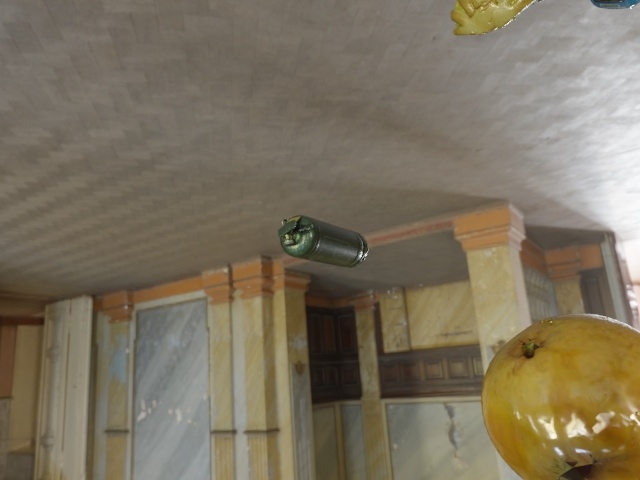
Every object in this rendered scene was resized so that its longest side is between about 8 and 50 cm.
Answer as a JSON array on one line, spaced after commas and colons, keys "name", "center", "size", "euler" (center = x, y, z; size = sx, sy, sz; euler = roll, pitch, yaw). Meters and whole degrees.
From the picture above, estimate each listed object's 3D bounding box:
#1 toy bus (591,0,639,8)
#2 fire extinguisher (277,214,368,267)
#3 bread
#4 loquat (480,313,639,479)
[{"name": "toy bus", "center": [0.504, -0.468, 0.750], "size": [0.246, 0.113, 0.134], "euler": [-40, 114, 9]}, {"name": "fire extinguisher", "center": [0.000, 0.000, 1.158], "size": [0.115, 0.095, 0.311], "euler": [-15, 164, 33]}, {"name": "bread", "center": [0.242, -0.339, 0.694], "size": [0.157, 0.094, 0.083], "euler": [13, -138, 45]}, {"name": "loquat", "center": [0.358, 0.229, 0.704], "size": [0.263, 0.262, 0.263], "euler": [-4, 165, -1]}]
